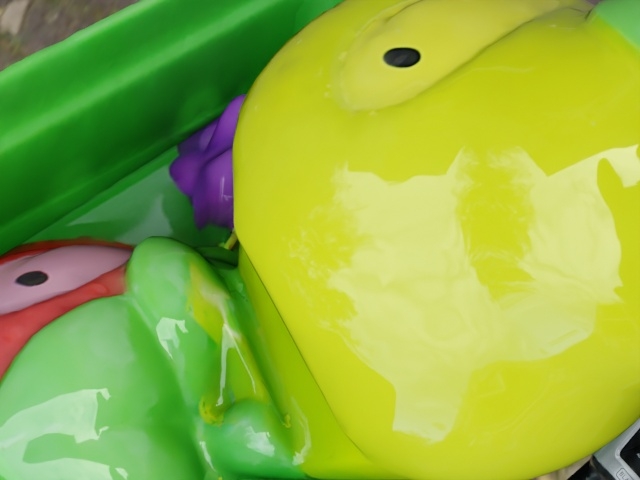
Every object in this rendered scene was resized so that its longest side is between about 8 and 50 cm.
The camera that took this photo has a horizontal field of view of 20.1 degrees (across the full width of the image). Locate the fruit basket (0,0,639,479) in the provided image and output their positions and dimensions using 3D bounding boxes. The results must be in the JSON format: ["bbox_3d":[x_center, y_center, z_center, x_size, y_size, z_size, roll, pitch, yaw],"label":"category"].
[{"bbox_3d":[0.000,0.000,0.666,0.283,0.392,0.392,43,115,15],"label":"fruit basket"}]

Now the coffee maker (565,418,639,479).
[{"bbox_3d":[0.118,0.151,0.747,0.178,0.171,0.120,-38,75,-1],"label":"coffee maker"}]
